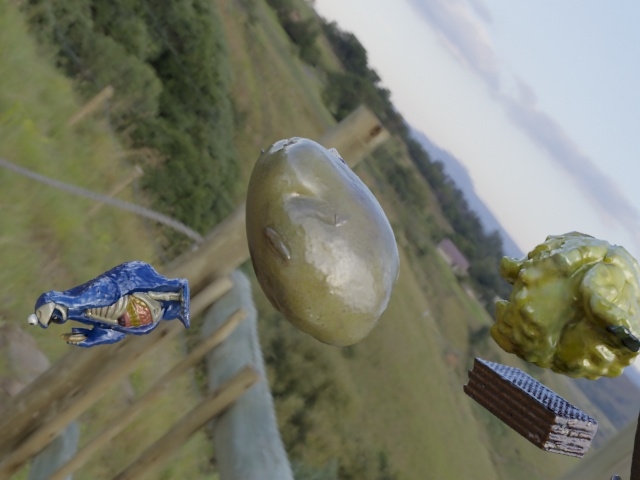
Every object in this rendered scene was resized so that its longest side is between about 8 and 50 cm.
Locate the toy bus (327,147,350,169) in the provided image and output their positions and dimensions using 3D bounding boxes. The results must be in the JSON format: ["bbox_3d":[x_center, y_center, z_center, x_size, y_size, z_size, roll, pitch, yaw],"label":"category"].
[{"bbox_3d":[0.003,-0.020,1.515,0.142,0.142,0.202,52,24,-53],"label":"toy bus"}]

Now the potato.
[{"bbox_3d":[0.000,0.000,1.082,0.178,0.160,0.235,-169,-125,-84],"label":"potato"}]

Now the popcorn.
[{"bbox_3d":[0.429,0.103,1.703,0.293,0.237,0.293,19,-31,12],"label":"popcorn"}]

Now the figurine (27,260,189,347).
[{"bbox_3d":[-0.333,0.096,1.595,0.164,0.262,0.121,122,-37,-52],"label":"figurine"}]

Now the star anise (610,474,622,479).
[{"bbox_3d":[0.368,0.411,1.122,0.288,0.088,0.288,167,-90,-85],"label":"star anise"}]

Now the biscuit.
[{"bbox_3d":[0.352,0.282,1.698,0.106,0.070,0.252,17,9,-30],"label":"biscuit"}]

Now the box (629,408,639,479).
[{"bbox_3d":[0.509,0.302,1.300,0.042,0.201,0.212,-10,22,-42],"label":"box"}]
